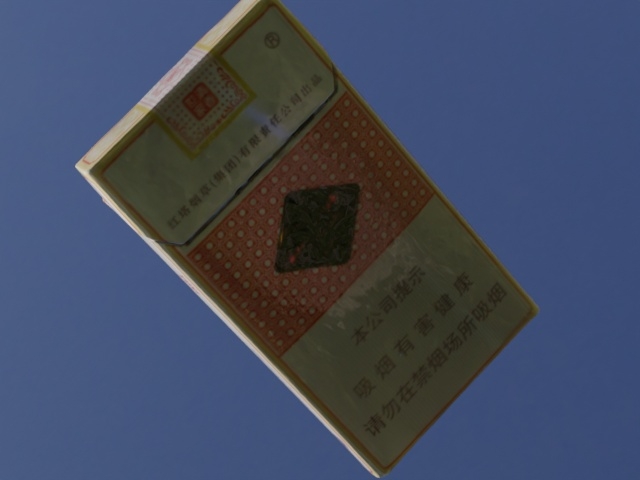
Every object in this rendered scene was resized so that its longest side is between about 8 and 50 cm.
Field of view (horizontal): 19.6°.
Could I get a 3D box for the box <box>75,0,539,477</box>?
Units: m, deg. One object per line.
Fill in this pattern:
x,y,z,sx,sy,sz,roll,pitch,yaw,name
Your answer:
0.000,0.000,0.334,0.046,0.012,0.083,-46,-64,-8,box
